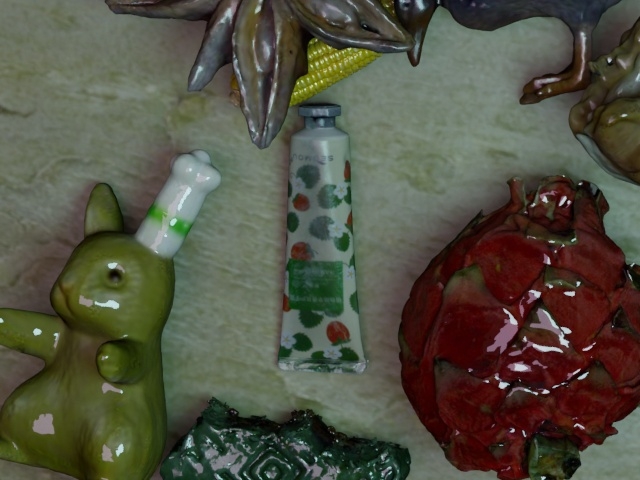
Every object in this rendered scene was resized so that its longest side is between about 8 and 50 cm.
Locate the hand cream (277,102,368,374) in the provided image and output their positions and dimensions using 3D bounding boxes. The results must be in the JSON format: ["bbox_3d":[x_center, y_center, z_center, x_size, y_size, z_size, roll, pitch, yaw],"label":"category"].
[{"bbox_3d":[0.000,0.000,1.895,0.095,0.059,0.276,2,100,14],"label":"hand cream"}]

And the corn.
[{"bbox_3d":[0.001,-0.186,1.868,0.206,0.067,0.067,-28,90,12],"label":"corn"}]

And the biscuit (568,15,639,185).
[{"bbox_3d":[0.395,-0.195,1.696,0.268,0.115,0.366,20,106,-34],"label":"biscuit"}]

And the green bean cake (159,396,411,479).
[{"bbox_3d":[-0.040,0.230,1.900,0.208,0.107,0.193,42,103,6],"label":"green bean cake"}]

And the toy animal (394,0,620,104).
[{"bbox_3d":[0.222,-0.231,1.788,0.298,0.122,0.185,-17,92,12],"label":"toy animal"}]

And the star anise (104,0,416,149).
[{"bbox_3d":[-0.048,-0.268,1.824,0.349,0.109,0.292,40,82,21],"label":"star anise"}]

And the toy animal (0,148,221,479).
[{"bbox_3d":[-0.223,0.080,1.880,0.181,0.180,0.363,13,101,32],"label":"toy animal"}]

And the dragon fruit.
[{"bbox_3d":[0.201,0.085,1.775,0.244,0.244,0.299,21,78,9],"label":"dragon fruit"}]
